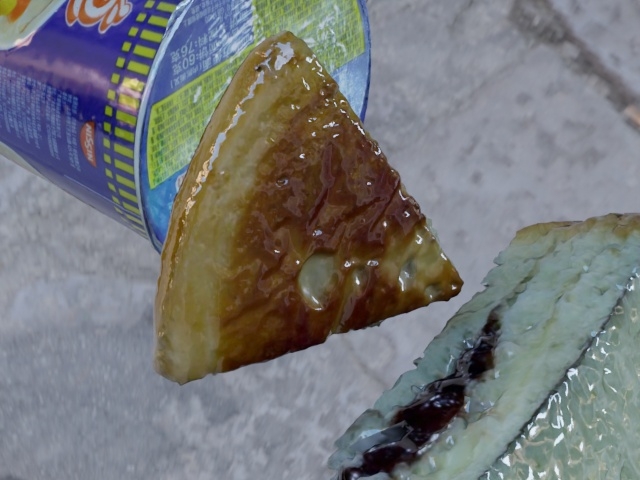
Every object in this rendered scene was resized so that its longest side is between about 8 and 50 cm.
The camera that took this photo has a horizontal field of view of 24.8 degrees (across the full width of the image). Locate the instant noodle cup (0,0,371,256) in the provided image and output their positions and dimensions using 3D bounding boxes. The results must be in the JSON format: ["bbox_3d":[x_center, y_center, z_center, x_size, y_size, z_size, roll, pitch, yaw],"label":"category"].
[{"bbox_3d":[-0.161,-0.140,1.189,0.312,0.284,0.284,20,64,33],"label":"instant noodle cup"}]

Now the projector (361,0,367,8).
[{"bbox_3d":[-0.079,-0.282,1.437,0.256,0.099,0.192,32,111,13],"label":"projector"}]

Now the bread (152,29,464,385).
[{"bbox_3d":[-0.022,0.007,0.617,0.136,0.054,0.154,-46,122,-9],"label":"bread"}]

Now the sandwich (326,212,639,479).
[{"bbox_3d":[0.068,0.119,0.627,0.254,0.099,0.289,9,82,-35],"label":"sandwich"}]
